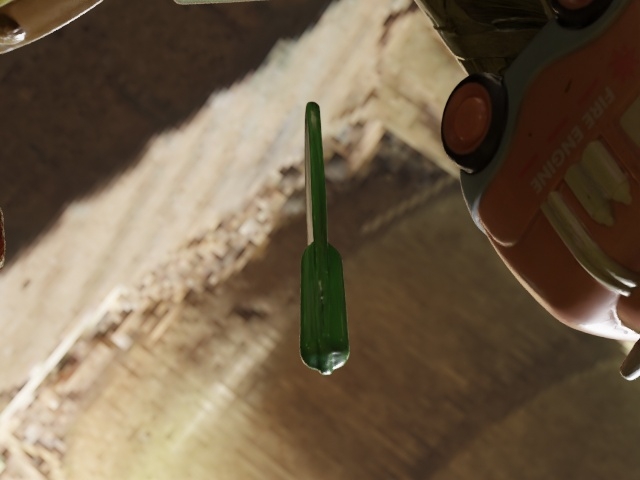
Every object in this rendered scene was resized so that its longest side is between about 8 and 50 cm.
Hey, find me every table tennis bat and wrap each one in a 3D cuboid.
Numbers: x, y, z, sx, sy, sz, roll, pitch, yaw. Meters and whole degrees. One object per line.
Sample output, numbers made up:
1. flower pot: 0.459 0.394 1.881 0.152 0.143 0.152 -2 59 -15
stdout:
1. table tennis bat: 0.000 0.000 1.516 0.160 0.039 0.257 88 0 -48

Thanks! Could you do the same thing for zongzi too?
1. zongzi: 0.122 -0.114 1.336 0.178 0.189 0.081 13 149 -27

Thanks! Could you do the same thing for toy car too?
1. toy car: 0.221 -0.056 1.153 0.180 0.212 0.270 11 130 -36

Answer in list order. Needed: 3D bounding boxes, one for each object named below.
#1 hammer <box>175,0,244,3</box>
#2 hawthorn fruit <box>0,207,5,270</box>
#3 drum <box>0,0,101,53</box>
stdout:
1. hammer: 0.086 -0.246 1.647 0.168 0.439 0.044 81 7 -64
2. hawthorn fruit: -0.361 -0.006 1.693 0.133 0.133 0.138 -48 145 -14
3. drum: -0.226 -0.352 1.350 0.431 0.431 0.214 -50 124 -9
